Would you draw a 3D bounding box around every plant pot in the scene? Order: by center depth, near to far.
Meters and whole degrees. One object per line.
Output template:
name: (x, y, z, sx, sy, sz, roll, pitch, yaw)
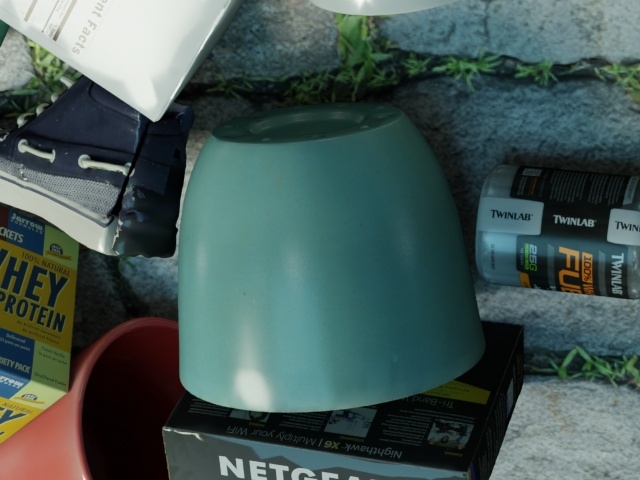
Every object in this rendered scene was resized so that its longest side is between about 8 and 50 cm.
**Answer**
plant pot: (0.000, 0.000, 1.698, 0.293, 0.293, 0.235, 0, 105, 21)
plant pot: (-0.233, 0.242, 1.970, 0.243, 0.275, 0.275, -20, 114, 41)

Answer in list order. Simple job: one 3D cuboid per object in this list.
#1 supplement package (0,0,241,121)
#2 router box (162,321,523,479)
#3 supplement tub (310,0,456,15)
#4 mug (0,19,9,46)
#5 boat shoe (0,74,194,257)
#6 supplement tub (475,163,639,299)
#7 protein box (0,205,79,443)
supplement package: (-0.202, -0.284, 1.636, 0.293, 0.177, 0.175, 33, 129, -4)
router box: (0.030, 0.164, 1.811, 0.309, 0.243, 0.081, 7, 124, 17)
supplement tub: (0.048, -0.363, 1.457, 0.228, 0.228, 0.316, 0, 123, 21)
mug: (-0.378, -0.235, 1.766, 0.158, 0.129, 0.097, 33, 125, -3)
boat shoe: (-0.244, -0.102, 1.786, 0.341, 0.127, 0.158, 23, 104, 41)
supplement tub: (0.247, -0.007, 1.692, 0.190, 0.117, 0.117, 6, 124, 17)
protein box: (-0.368, 0.097, 1.912, 0.136, 0.199, 0.201, 24, 138, -31)
